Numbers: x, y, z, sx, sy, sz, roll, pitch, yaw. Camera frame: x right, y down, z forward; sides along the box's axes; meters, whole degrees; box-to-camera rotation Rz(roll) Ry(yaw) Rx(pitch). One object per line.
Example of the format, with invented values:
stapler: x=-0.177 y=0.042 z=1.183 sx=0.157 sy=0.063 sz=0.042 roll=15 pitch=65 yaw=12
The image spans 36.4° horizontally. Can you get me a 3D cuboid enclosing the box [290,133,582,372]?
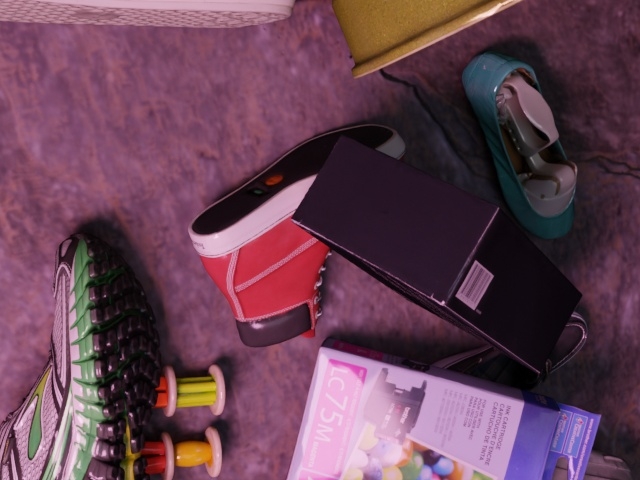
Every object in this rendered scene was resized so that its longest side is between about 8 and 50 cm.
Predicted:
box: x=0.121 y=0.019 z=0.943 sx=0.103 sy=0.184 sz=0.261 roll=-61 pitch=145 yaw=-4

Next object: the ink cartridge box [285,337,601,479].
ink cartridge box: x=0.128 y=0.234 z=1.038 sx=0.311 sy=0.065 sz=0.185 roll=14 pitch=96 yaw=3

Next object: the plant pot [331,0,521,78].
plant pot: x=0.116 y=-0.381 z=0.847 sx=0.366 sy=0.366 sz=0.353 roll=-30 pitch=99 yaw=-15

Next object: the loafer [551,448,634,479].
loafer: x=0.238 y=0.264 z=1.154 sx=0.319 sy=0.112 sz=0.111 roll=24 pitch=52 yaw=-19

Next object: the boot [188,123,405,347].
boot: x=0.000 y=0.000 z=1.006 sx=0.244 sy=0.088 sz=0.176 roll=-33 pitch=122 yaw=-17

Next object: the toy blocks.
toy blocks: x=-0.175 y=0.187 z=0.979 sx=0.148 sy=0.054 sz=0.123 roll=-1 pitch=102 yaw=-22

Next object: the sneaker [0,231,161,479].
sneaker: x=-0.238 y=0.160 z=0.889 sx=0.146 sy=0.134 sz=0.343 roll=0 pitch=78 yaw=14

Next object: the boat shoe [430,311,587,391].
boat shoe: x=0.226 y=0.144 z=1.127 sx=0.229 sy=0.076 sz=0.080 roll=-17 pitch=107 yaw=-19

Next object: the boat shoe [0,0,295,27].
boat shoe: x=-0.249 y=-0.263 z=0.790 sx=0.500 sy=0.187 sz=0.156 roll=-4 pitch=97 yaw=-27

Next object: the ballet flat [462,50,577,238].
ballet flat: x=0.234 y=-0.095 z=1.075 sx=0.083 sy=0.087 sz=0.247 roll=-35 pitch=112 yaw=-13
